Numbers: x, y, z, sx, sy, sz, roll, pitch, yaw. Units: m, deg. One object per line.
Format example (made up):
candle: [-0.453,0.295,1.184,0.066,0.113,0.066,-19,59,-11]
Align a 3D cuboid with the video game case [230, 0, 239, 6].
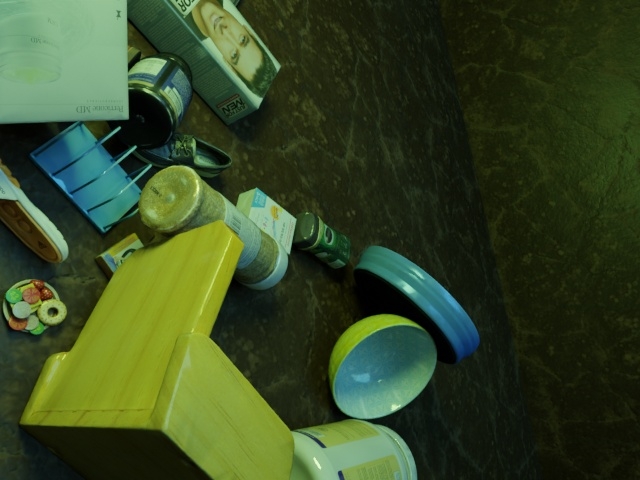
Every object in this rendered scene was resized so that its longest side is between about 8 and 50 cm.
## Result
video game case: [-0.289,-0.694,1.216,0.248,0.035,0.274,44,46,-35]

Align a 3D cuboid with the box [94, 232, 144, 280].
box: [-0.330,0.064,0.888,0.136,0.028,0.081,59,38,-16]

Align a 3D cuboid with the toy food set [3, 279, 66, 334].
toy food set: [-0.433,0.100,0.744,0.083,0.020,0.083,-32,103,-53]

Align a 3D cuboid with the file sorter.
file sorter: [-0.369,-0.121,0.841,0.170,0.105,0.118,55,41,-25]

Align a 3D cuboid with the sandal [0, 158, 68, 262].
sandal: [-0.468,-0.053,0.688,0.265,0.102,0.076,57,38,-26]

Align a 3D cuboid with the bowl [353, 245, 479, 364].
bowl: [0.242,0.181,1.333,0.077,0.391,0.391,-44,117,-14]

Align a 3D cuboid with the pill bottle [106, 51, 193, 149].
pill bottle: [-0.310,-0.273,0.930,0.122,0.123,0.219,49,25,-30]

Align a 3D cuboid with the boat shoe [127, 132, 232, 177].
boat shoe: [-0.278,-0.185,1.008,0.224,0.074,0.080,13,68,-50]

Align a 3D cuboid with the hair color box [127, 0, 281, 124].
hair color box: [-0.266,-0.465,1.096,0.374,0.114,0.185,47,44,-33]

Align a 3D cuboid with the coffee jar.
coffee jar: [0.000,0.000,1.297,0.184,0.079,0.096,34,52,-45]

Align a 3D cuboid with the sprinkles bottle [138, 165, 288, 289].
sprinkles bottle: [-0.184,-0.009,0.940,0.355,0.122,0.121,47,41,-60]

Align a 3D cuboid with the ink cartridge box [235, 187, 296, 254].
ink cartridge box: [-0.119,-0.029,1.169,0.181,0.062,0.104,38,49,-40]

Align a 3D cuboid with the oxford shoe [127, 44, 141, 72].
oxford shoe: [-0.411,-0.297,0.896,0.076,0.076,0.212,29,47,-13]

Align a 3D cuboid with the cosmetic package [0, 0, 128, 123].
cosmetic package: [-0.390,-0.276,0.653,0.224,0.138,0.224,-22,126,-52]

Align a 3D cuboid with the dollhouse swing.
dollhouse swing: [-0.200,0.199,0.738,0.315,0.347,0.304,56,39,-24]

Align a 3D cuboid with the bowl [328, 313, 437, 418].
bowl: [0.135,0.297,1.278,0.289,0.289,0.156,46,2,-33]

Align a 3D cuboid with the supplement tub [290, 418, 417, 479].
supplement tub: [0.030,0.503,1.018,0.332,0.241,0.240,16,65,-49]
